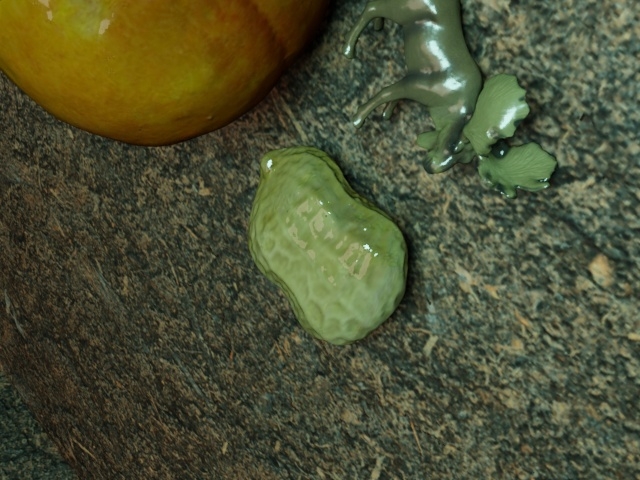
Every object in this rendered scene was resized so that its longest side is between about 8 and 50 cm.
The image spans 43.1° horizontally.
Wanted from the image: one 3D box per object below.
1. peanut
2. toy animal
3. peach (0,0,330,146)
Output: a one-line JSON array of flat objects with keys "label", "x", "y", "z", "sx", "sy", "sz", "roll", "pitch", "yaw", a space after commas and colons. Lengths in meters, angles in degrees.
[{"label": "peanut", "x": 0.000, "y": 0.000, "z": 0.905, "sx": 0.233, "sy": 0.110, "sz": 0.196, "roll": 48, "pitch": 139, "yaw": 15}, {"label": "toy animal", "x": 0.110, "y": -0.137, "z": 0.719, "sx": 0.186, "sy": 0.094, "sz": 0.214, "roll": -4, "pitch": 99, "yaw": 41}, {"label": "peach", "x": -0.152, "y": -0.251, "z": 0.739, "sx": 0.302, "sy": 0.343, "sz": 0.342, "roll": -152, "pitch": 47, "yaw": -64}]
